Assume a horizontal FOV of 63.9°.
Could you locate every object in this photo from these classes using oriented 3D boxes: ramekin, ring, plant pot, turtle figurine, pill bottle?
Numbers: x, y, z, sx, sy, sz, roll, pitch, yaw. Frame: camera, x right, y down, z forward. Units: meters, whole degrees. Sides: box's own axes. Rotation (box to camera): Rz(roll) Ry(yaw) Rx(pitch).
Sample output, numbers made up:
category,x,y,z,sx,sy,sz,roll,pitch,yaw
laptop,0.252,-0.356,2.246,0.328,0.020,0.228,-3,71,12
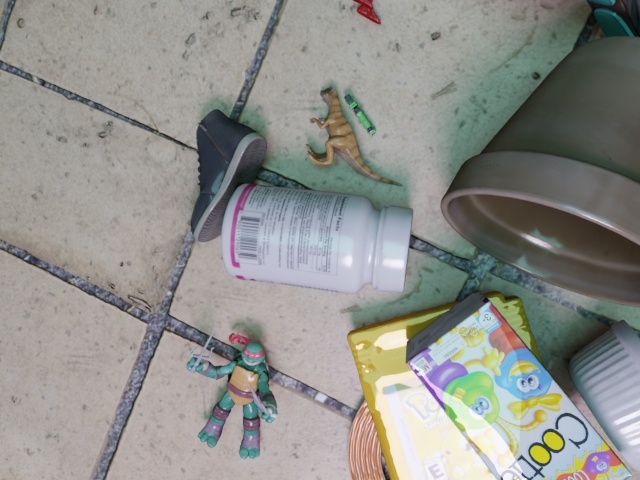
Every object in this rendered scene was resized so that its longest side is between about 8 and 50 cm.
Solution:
category,x,y,z,sx,sy,sz,roll,pitch,yaw
ramekin,0.454,0.229,0.739,0.109,0.207,0.207,-36,87,20
ring,0.214,0.372,0.876,0.337,0.032,0.336,1,93,10
plant pot,0.369,-0.104,0.700,0.323,0.323,0.280,25,82,8
turtle figurine,-0.138,0.260,0.892,0.175,0.118,0.234,22,113,23
pill bottle,0.000,0.000,0.826,0.283,0.160,0.160,7,95,10

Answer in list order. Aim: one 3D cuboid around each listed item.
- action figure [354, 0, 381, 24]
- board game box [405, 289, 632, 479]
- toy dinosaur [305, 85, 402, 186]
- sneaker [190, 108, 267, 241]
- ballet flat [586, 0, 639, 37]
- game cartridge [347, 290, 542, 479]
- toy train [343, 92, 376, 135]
category,x,y,z,sx,sy,sz,roll,pitch,yaw
action figure,0.179,-0.466,0.799,0.139,0.091,0.280,34,100,13
board game box,0.262,0.226,0.724,0.142,0.144,0.275,-39,85,8
toy dinosaur,0.037,-0.158,0.859,0.112,0.064,0.211,-28,89,10
sneaker,-0.186,-0.112,0.907,0.118,0.083,0.222,39,107,25
ballet flat,0.402,-0.349,0.700,0.096,0.280,0.095,-58,41,16
game cartridge,0.222,0.266,0.826,0.285,0.053,0.323,-18,90,10
toy train,0.067,-0.213,0.869,0.017,0.024,0.083,-36,86,11
